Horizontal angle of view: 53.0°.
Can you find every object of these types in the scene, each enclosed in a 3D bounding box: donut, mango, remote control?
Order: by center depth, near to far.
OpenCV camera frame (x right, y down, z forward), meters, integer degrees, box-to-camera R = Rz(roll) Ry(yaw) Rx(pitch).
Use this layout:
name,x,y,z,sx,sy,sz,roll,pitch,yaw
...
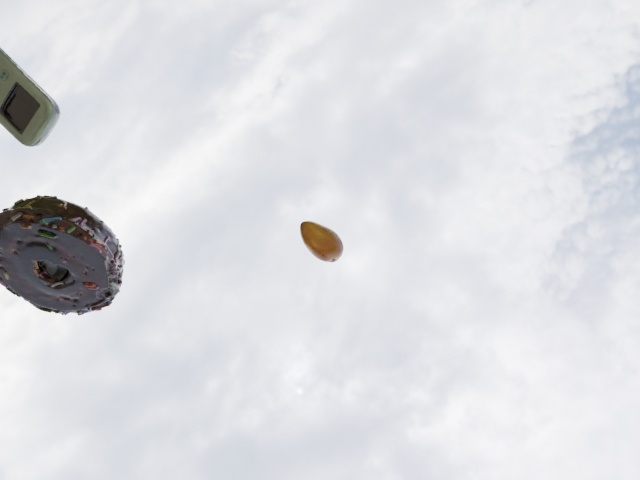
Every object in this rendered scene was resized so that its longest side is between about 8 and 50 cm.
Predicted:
name,x,y,z,sx,sy,sz,roll,pitch,yaw
remote control,-0.516,-0.263,0.988,0.309,0.038,0.090,44,-76,11
donut,-0.427,0.024,1.052,0.235,0.235,0.089,-15,-144,22
mango,0.000,0.000,1.098,0.060,0.089,0.046,-44,175,-44
